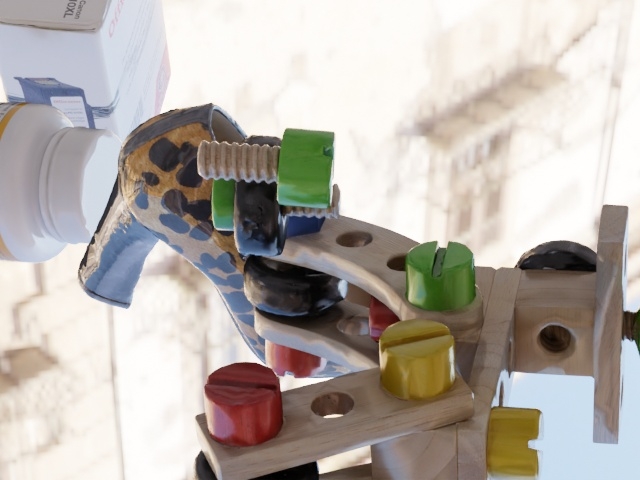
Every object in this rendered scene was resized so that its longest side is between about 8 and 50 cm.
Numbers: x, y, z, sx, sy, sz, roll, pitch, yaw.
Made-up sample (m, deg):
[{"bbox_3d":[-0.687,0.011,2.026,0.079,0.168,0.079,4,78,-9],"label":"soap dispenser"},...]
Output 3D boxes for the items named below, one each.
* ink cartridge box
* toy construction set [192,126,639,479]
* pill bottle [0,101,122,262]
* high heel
[{"bbox_3d":[-0.203,-0.168,1.601,0.100,0.237,0.172,7,-126,7],"label":"ink cartridge box"},{"bbox_3d":[0.065,0.104,0.920,0.237,0.309,0.257,3,-177,4],"label":"toy construction set"},{"bbox_3d":[-0.254,-0.044,1.359,0.215,0.117,0.117,4,-141,20],"label":"pill bottle"},{"bbox_3d":[0.000,0.000,1.084,0.261,0.186,0.093,10,-123,-16],"label":"high heel"}]
